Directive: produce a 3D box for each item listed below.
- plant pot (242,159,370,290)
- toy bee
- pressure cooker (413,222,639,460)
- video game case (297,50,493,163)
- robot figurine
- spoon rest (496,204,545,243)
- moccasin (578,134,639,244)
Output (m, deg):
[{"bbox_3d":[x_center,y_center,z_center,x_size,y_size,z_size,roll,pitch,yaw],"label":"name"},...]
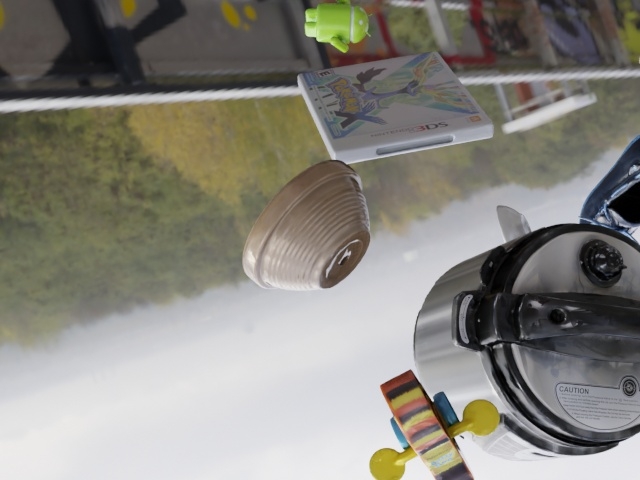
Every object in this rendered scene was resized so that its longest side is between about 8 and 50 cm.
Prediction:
[{"bbox_3d":[0.000,0.000,1.463,0.237,0.110,0.237,-39,155,-22],"label":"plant pot"},{"bbox_3d":[0.188,0.308,1.387,0.195,0.162,0.298,-42,141,21],"label":"toy bee"},{"bbox_3d":[0.382,0.162,1.550,0.370,0.375,0.420,-38,-179,-24],"label":"pressure cooker"},{"bbox_3d":[0.133,-0.263,1.794,0.300,0.036,0.329,-11,-144,-8],"label":"video game case"},{"bbox_3d":[0.031,-0.377,1.618,0.115,0.101,0.067,3,164,1],"label":"robot figurine"},{"bbox_3d":[0.442,-0.005,2.085,0.084,0.137,0.276,-23,164,25],"label":"spoon rest"},{"bbox_3d":[0.635,-0.074,1.969,0.137,0.117,0.342,6,136,-4],"label":"moccasin"}]
